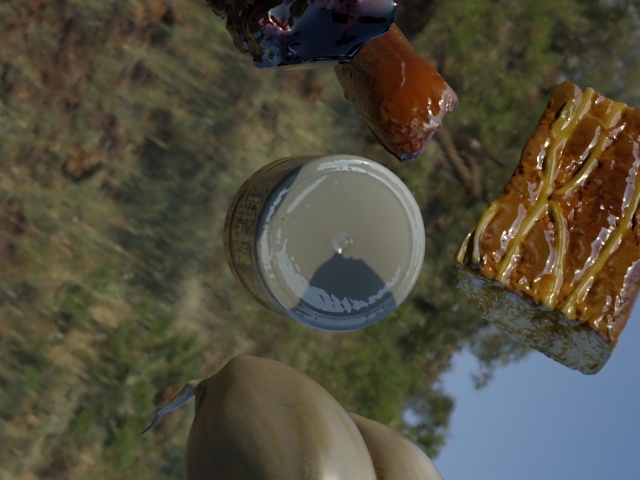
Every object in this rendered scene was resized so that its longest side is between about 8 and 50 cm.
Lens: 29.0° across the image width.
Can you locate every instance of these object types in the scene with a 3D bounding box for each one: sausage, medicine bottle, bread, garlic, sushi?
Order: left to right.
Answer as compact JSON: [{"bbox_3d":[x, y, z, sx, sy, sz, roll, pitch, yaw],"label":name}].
[{"bbox_3d":[-0.018,-0.203,0.908,0.153,0.150,0.172,-10,-174,-43],"label":"sushi"},{"bbox_3d":[-0.003,0.246,1.168,0.231,0.340,0.246,1,137,-35],"label":"garlic"},{"bbox_3d":[0.000,0.000,1.710,0.238,0.238,0.232,-56,-166,-5],"label":"medicine bottle"},{"bbox_3d":[0.070,-0.181,1.381,0.102,0.102,0.330,-56,-159,15],"label":"sausage"},{"bbox_3d":[0.268,-0.021,1.282,0.274,0.185,0.114,-56,168,-30],"label":"bread"}]
